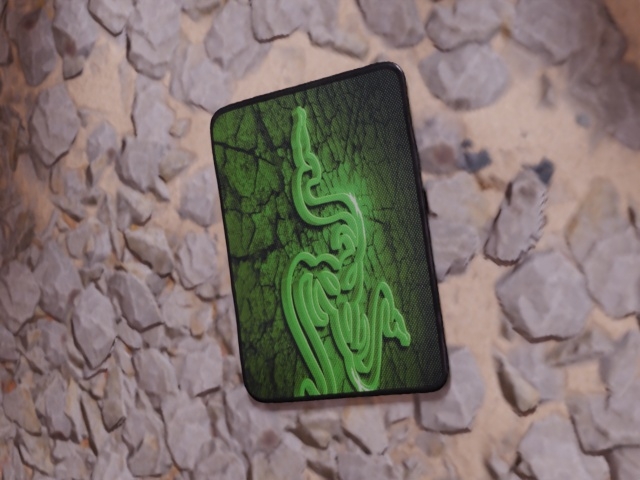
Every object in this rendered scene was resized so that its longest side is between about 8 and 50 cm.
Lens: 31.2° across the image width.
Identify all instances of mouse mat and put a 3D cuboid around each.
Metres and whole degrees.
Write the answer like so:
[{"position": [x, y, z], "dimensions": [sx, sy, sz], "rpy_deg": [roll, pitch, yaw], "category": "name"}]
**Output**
[{"position": [0.000, 0.000, 0.681], "dimensions": [0.153, 0.007, 0.189], "rpy_deg": [-10, 88, 37], "category": "mouse mat"}]
